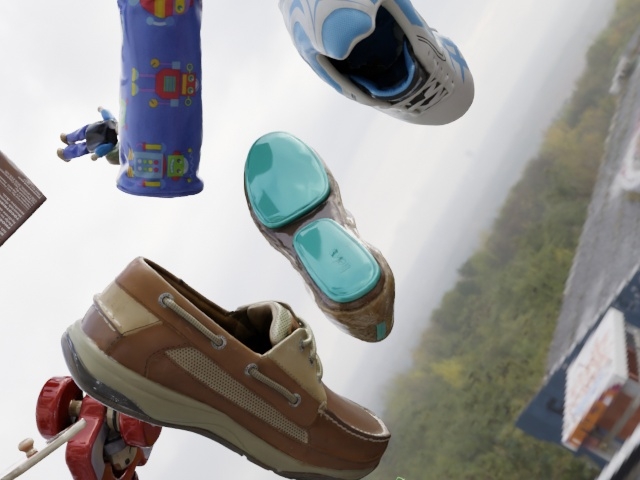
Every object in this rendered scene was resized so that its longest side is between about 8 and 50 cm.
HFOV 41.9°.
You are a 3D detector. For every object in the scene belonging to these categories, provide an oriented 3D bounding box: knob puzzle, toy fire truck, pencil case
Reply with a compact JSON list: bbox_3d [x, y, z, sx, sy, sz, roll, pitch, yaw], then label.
[{"bbox_3d":[-0.360,0.258,0.965,0.213,0.030,0.213,-33,0,0],"label":"knob puzzle"},{"bbox_3d":[-0.310,0.276,1.333,0.302,0.170,0.253,-78,-15,-49],"label":"toy fire truck"},{"bbox_3d":[-0.214,-0.210,1.114,0.133,0.119,0.306,24,115,59],"label":"pencil case"}]

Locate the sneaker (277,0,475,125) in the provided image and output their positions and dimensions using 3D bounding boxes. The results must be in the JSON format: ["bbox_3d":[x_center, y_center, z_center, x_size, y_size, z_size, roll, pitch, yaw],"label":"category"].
[{"bbox_3d":[0.052,-0.120,0.595,0.085,0.086,0.237,-33,-25,21],"label":"sneaker"}]

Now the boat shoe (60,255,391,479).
[{"bbox_3d":[-0.053,0.113,0.715,0.119,0.324,0.122,-58,36,4],"label":"boat shoe"}]

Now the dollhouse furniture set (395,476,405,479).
[{"bbox_3d":[0.150,0.484,1.460,0.058,0.076,0.151,-42,-54,-27],"label":"dollhouse furniture set"}]

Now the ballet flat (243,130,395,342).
[{"bbox_3d":[0.000,0.000,1.001,0.116,0.342,0.124,-30,-46,-6],"label":"ballet flat"}]

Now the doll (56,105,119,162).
[{"bbox_3d":[-0.457,-0.215,1.707,0.046,0.189,0.129,33,-125,-50],"label":"doll"}]

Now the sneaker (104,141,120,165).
[{"bbox_3d":[-0.375,-0.223,1.760,0.086,0.192,0.064,69,-170,-49],"label":"sneaker"}]

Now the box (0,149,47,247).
[{"bbox_3d":[-0.624,0.012,1.365,0.191,0.143,0.381,-33,17,24],"label":"box"}]
